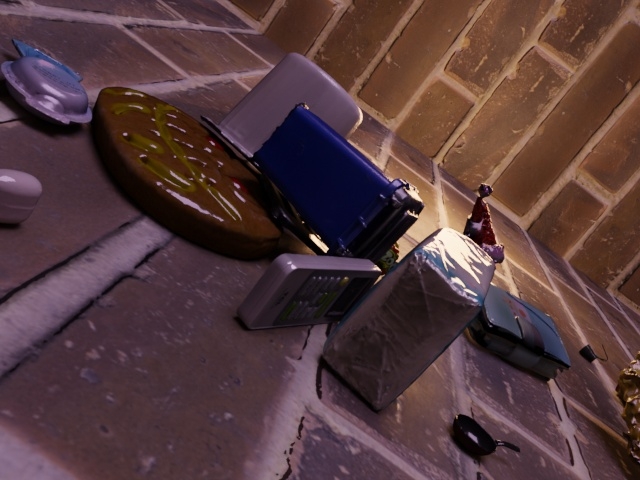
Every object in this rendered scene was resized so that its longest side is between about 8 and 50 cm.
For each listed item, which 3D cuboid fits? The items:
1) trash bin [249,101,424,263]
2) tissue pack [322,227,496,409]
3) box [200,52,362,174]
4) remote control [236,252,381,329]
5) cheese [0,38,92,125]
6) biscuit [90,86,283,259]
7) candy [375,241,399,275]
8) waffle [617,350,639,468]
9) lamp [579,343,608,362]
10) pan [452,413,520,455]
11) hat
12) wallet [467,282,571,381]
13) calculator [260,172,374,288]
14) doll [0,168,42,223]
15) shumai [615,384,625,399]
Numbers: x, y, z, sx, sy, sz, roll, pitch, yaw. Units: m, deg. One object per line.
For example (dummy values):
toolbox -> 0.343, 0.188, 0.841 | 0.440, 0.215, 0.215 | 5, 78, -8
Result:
trash bin -> 0.021, -0.081, 1.108 | 0.234, 0.162, 0.184 | 46, 10, 14
tissue pack -> 0.129, 0.090, 1.004 | 0.124, 0.201, 0.271 | 47, 17, 7
box -> -0.035, -0.191, 1.332 | 0.291, 0.206, 0.262 | 40, 2, 8
remote control -> -0.007, 0.066, 0.965 | 0.034, 0.103, 0.250 | 45, 17, 23
cheese -> -0.390, -0.224, 1.062 | 0.135, 0.052, 0.245 | 30, 17, -32
biscuit -> -0.184, -0.112, 1.146 | 0.350, 0.070, 0.394 | 20, 23, -44
candy -> 0.062, -0.024, 1.446 | 0.305, 0.083, 0.091 | 45, -22, 56
waffle -> 0.735, 0.363, 1.372 | 0.379, 0.095, 0.382 | 12, 45, -1
lamp -> 0.720, 0.300, 1.950 | 0.121, 0.041, 0.054 | 5, 43, -56
pan -> 0.222, 0.273, 1.004 | 0.115, 0.023, 0.068 | 27, 18, -23
hat -> 0.409, -0.033, 1.914 | 0.128, 0.228, 0.140 | 7, 9, 41
wallet -> 0.385, 0.169, 1.491 | 0.250, 0.075, 0.176 | 29, 32, -27
calculator -> 0.000, 0.000, 1.199 | 0.261, 0.021, 0.161 | 43, 12, -33
doll -> -0.338, -0.051, 0.681 | 0.161, 0.059, 0.160 | 39, 16, 5
shumai -> 0.829, 0.359, 1.679 | 0.346, 0.217, 0.283 | 23, 21, -27
